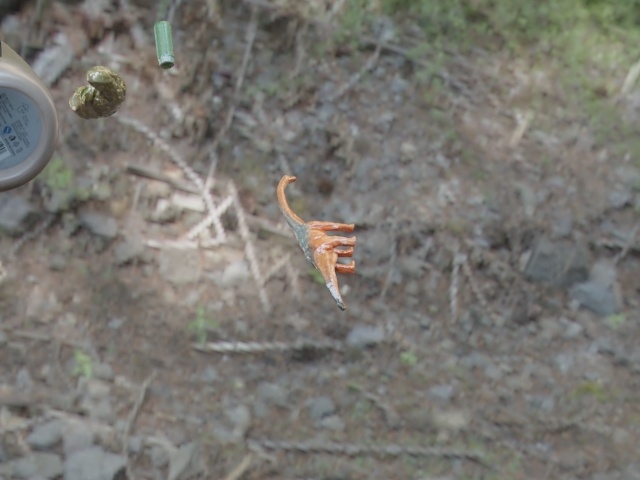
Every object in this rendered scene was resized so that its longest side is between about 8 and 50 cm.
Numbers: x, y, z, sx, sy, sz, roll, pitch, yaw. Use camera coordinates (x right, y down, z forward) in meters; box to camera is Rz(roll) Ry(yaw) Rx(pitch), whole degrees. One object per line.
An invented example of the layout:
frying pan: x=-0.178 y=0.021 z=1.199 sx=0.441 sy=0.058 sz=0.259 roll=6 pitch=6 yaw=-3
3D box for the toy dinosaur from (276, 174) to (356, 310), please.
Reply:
toy dinosaur: x=0.001 y=-0.005 z=1.968 sx=0.101 sy=0.055 sz=0.279 roll=5 pitch=34 yaw=-17

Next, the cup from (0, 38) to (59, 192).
cup: x=-0.451 y=-0.198 z=1.799 sx=0.191 sy=0.253 sz=0.200 roll=-4 pitch=20 yaw=-27

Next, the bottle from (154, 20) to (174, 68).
bottle: x=-0.267 y=-0.335 z=2.326 sx=0.030 sy=0.030 sz=0.083 roll=2 pitch=63 yaw=-23

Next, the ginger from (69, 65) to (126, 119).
ginger: x=-0.317 y=-0.212 z=1.959 sx=0.069 sy=0.173 sz=0.051 roll=21 pitch=69 yaw=-16
